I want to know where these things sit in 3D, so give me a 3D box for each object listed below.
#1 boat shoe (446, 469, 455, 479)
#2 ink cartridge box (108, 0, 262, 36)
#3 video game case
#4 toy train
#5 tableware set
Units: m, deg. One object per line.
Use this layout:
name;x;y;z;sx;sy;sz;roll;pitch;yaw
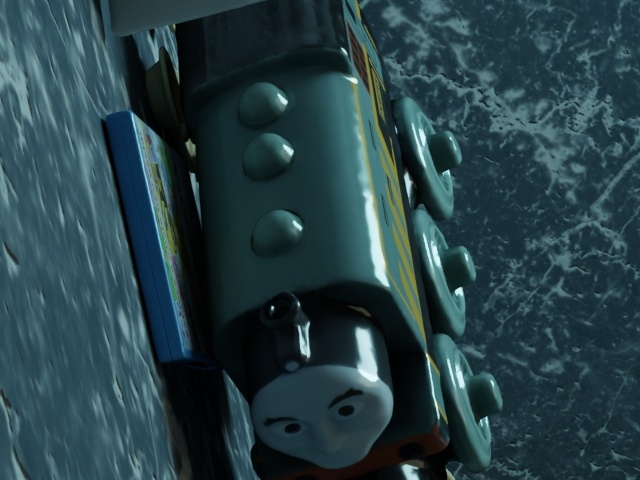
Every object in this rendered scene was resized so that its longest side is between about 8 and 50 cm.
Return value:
boat shoe;0.084;0.316;1.607;0.098;0.109;0.302;-110;-170;-70
ink cartridge box;-0.077;-0.202;0.950;0.061;0.104;0.181;70;7;-59
video game case;-0.074;0.005;0.932;0.166;0.015;0.119;51;26;-83
toy train;0.000;0.000;0.997;0.190;0.142;0.334;57;20;-47
tableware set;-0.092;-0.117;1.085;0.141;0.020;0.169;18;59;-86
